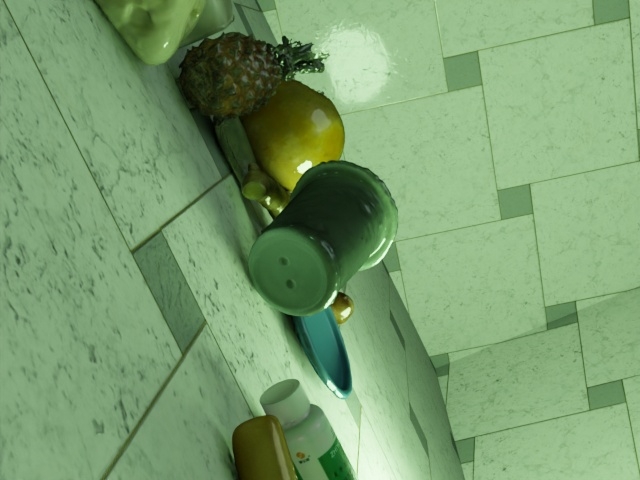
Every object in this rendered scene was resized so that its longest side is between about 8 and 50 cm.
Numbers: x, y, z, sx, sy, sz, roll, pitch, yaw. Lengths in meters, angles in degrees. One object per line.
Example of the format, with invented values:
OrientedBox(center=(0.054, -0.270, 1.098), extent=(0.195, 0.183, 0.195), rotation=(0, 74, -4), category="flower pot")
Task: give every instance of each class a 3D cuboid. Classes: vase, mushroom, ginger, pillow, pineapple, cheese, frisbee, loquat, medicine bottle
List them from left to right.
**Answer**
OrientedBox(center=(-0.258, -0.417, 1.450), extent=(0.174, 0.251, 0.248), rotation=(-95, 175, -63), category="cheese")
OrientedBox(center=(-0.178, -0.200, 1.842), extent=(0.119, 0.053, 0.208), rotation=(-87, 161, -54), category="pillow")
OrientedBox(center=(-0.121, -0.343, 1.778), extent=(0.361, 0.175, 0.175), rotation=(-20, 86, -47), category="pineapple")
OrientedBox(center=(-0.097, -0.083, 1.859), extent=(0.299, 0.065, 0.118), rotation=(44, 25, -69), category="ginger")
OrientedBox(center=(-0.076, -0.239, 2.000), extent=(0.263, 0.263, 0.263), rotation=(-24, 90, -81), category="loquat")
OrientedBox(center=(-0.012, 0.197, 1.829), extent=(0.289, 0.049, 0.290), rotation=(-22, 90, -78), category="frisbee")
OrientedBox(center=(-0.008, 0.336, 1.342), extent=(0.095, 0.095, 0.260), rotation=(-89, 154, -70), category="medicine bottle")
OrientedBox(center=(0.000, 0.000, 1.684), extent=(0.245, 0.245, 0.291), rotation=(64, 27, -12), category="vase")
OrientedBox(center=(0.019, 0.155, 2.082), extent=(0.129, 0.073, 0.088), rotation=(20, -34, 45), category="mushroom")

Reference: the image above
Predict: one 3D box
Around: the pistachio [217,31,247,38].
OrientedBox(center=(-0.196, -0.379, 1.933), extent=(0.223, 0.152, 0.126), rotation=(-71, 144, -49), category="pistachio")

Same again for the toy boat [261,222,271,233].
OrientedBox(center=(-0.070, 0.027, 1.904), extent=(0.072, 0.064, 0.206), rotation=(52, -1, 36), category="toy boat")

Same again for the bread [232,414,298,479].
OrientedBox(center=(-0.054, 0.342, 1.106), extent=(0.092, 0.073, 0.239), rotation=(87, -14, -67), category="bread")

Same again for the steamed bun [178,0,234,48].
OrientedBox(center=(-0.267, -0.502, 1.804), extent=(0.242, 0.146, 0.164), rotation=(-92, 161, -69), category="steamed bun")
